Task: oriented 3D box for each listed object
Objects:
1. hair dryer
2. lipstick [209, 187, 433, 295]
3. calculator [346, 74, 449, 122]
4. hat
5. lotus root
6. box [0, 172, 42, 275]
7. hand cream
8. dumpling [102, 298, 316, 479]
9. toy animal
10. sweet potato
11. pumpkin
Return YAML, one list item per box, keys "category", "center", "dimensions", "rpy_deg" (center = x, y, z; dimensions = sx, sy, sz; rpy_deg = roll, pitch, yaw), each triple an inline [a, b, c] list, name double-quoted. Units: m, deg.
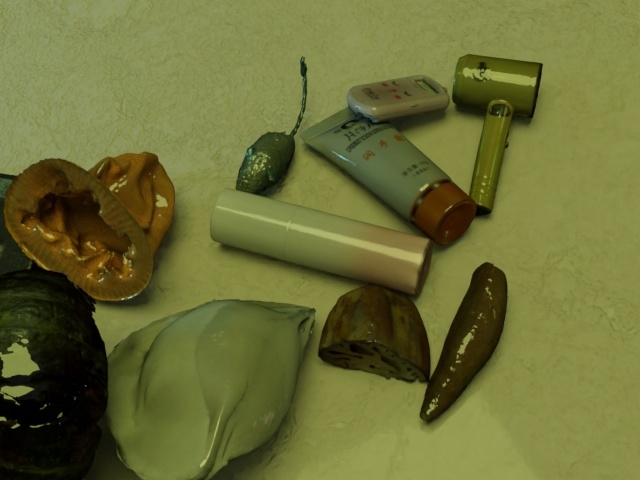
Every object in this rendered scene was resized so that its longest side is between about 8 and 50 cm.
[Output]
- category: "hair dryer"
  center: [0.262, -0.168, 1.519]
  dimensions: [0.135, 0.090, 0.278]
  rpy_deg: [11, 67, 12]
- category: "lipstick"
  center: [0.000, 0.000, 1.435]
  dimensions: [0.327, 0.087, 0.087]
  rpy_deg: [14, 61, 14]
- category: "calculator"
  center: [0.128, -0.232, 1.564]
  dimensions: [0.175, 0.032, 0.100]
  rpy_deg: [-13, 36, -18]
- category: "hat"
  center: [-0.313, -0.061, 1.485]
  dimensions: [0.244, 0.233, 0.233]
  rpy_deg: [-7, 24, 29]
- category: "lotus root"
  center: [0.077, 0.124, 1.352]
  dimensions: [0.159, 0.095, 0.135]
  rpy_deg: [1, 55, 0]
- category: "box"
  center: [-0.592, -0.018, 1.529]
  dimensions: [0.350, 0.058, 0.211]
  rpy_deg: [8, 59, 10]
- category: "hand cream"
  center: [0.113, -0.117, 1.504]
  dimensions: [0.140, 0.089, 0.314]
  rpy_deg: [-33, 52, -22]
- category: "dumpling"
  center: [-0.162, 0.182, 1.290]
  dimensions: [0.260, 0.181, 0.341]
  rpy_deg: [8, 59, 22]
- category: "toy animal"
  center: [-0.062, -0.170, 1.547]
  dimensions: [0.070, 0.079, 0.253]
  rpy_deg: [29, 70, -3]
- category: "sweet potato"
  center: [0.209, 0.148, 1.337]
  dimensions: [0.077, 0.077, 0.243]
  rpy_deg: [18, 69, 16]
- category: "pumpkin"
  center: [-0.390, 0.203, 1.225]
  dimensions: [0.192, 0.320, 0.320]
  rpy_deg: [9, 53, -29]
